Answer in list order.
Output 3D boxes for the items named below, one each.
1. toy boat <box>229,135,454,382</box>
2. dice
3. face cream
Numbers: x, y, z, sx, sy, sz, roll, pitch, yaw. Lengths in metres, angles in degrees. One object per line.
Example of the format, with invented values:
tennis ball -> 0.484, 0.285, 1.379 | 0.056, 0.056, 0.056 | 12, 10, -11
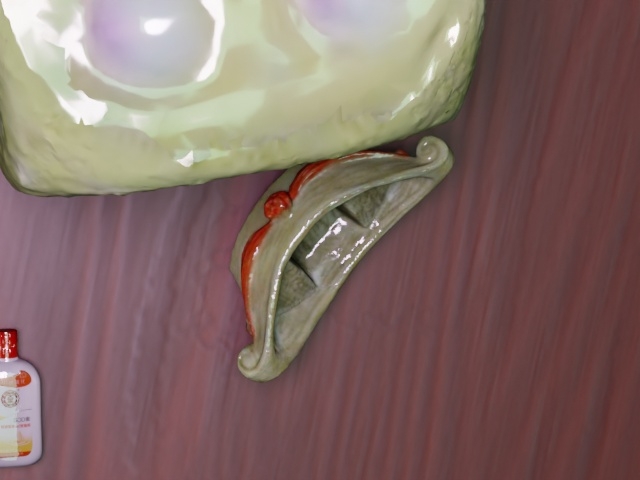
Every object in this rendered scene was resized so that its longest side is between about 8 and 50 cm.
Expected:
toy boat -> 0.000, -0.001, 1.010 | 0.071, 0.089, 0.185 | 39, 89, 31
dice -> -0.068, -0.165, 0.892 | 0.252, 0.254, 0.250 | -10, 98, -13
face cream -> -0.190, 0.096, 1.011 | 0.040, 0.021, 0.083 | -2, 96, -13
